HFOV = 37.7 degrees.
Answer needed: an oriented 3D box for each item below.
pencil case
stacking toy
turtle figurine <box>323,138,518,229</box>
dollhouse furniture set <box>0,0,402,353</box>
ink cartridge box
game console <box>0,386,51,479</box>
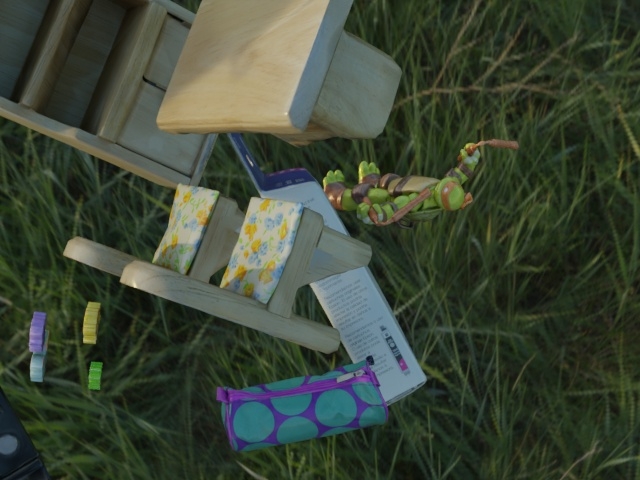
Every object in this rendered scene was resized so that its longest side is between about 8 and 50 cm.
[{"bbox_3d":[-0.017,0.153,0.876,0.151,0.070,0.064,-11,41,-3],"label":"pencil case"},{"bbox_3d":[-0.390,0.153,1.299,0.166,0.221,0.052,6,51,-8],"label":"stacking toy"},{"bbox_3d":[0.123,-0.066,1.239,0.269,0.087,0.217,-33,25,-33],"label":"turtle figurine"},{"bbox_3d":[-0.124,-0.152,0.724,0.256,0.394,0.362,23,83,-31],"label":"dollhouse furniture set"},{"bbox_3d":[0.000,0.000,1.097,0.071,0.324,0.330,-27,98,0],"label":"ink cartridge box"},{"bbox_3d":[-0.513,0.343,1.224,0.293,0.173,0.250,-30,94,-18],"label":"game console"}]
